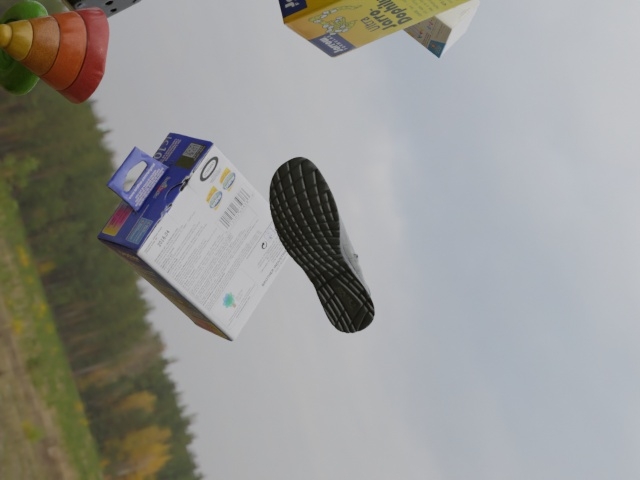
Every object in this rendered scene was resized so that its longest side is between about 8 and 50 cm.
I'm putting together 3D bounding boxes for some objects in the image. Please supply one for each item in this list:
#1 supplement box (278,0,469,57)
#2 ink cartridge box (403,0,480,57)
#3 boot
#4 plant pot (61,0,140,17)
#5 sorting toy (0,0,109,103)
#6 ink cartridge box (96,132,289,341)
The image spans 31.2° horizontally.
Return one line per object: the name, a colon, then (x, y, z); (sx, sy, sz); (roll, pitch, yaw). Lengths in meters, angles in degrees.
supplement box: (0.114, -0.467, 1.836); (0.195, 0.357, 0.194); (19, 54, -63)
ink cartridge box: (0.193, -0.417, 2.047); (0.143, 0.090, 0.092); (39, -26, 10)
boot: (0.000, 0.000, 1.513); (0.161, 0.083, 0.246); (-94, 161, -78)
plant pot: (-0.443, -0.526, 2.207); (0.167, 0.187, 0.188); (61, -4, 10)
sorting toy: (-0.415, -0.256, 1.459); (0.366, 0.126, 0.127); (15, -85, 46)
ink cartridge box: (-0.250, -0.024, 2.265); (0.151, 0.270, 0.395); (17, -23, 42)
